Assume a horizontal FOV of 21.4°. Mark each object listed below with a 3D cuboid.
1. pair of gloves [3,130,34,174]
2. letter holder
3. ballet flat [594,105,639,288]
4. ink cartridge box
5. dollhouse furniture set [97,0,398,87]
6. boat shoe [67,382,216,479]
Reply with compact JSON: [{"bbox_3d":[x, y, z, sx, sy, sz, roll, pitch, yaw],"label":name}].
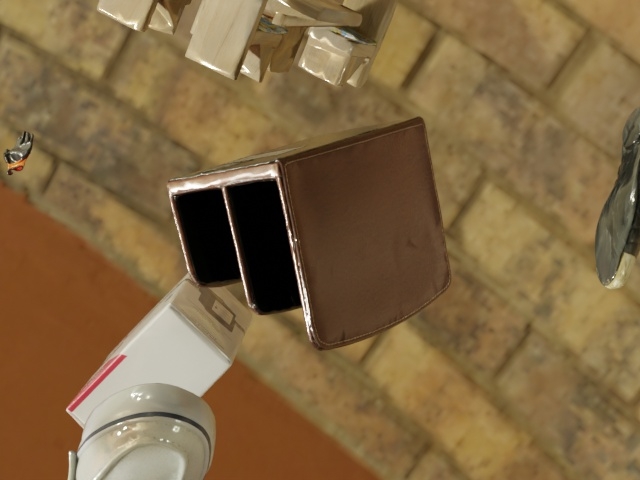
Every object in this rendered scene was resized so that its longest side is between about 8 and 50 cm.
[{"bbox_3d":[-0.336,-0.083,1.765,0.010,0.083,0.074,58,-162,-30],"label":"pair of gloves"},{"bbox_3d":[0.000,0.000,1.858,0.302,0.152,0.214,-22,-79,-55],"label":"letter holder"},{"bbox_3d":[0.266,-0.035,1.397,0.049,0.057,0.173,28,-115,-19],"label":"ballet flat"},{"bbox_3d":[-0.177,0.137,1.928,0.100,0.172,0.237,44,-171,-4],"label":"ink cartridge box"},{"bbox_3d":[-0.124,-0.380,2.062,0.394,0.256,0.362,28,-165,22],"label":"dollhouse furniture set"},{"bbox_3d":[-0.209,0.290,1.644,0.136,0.367,0.156,21,-135,-19],"label":"boat shoe"}]
